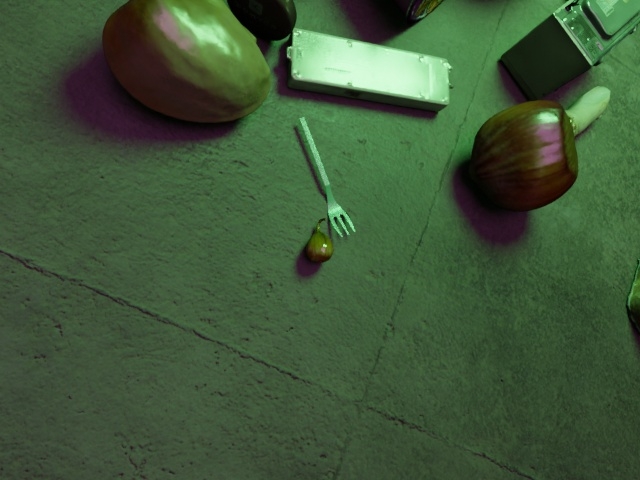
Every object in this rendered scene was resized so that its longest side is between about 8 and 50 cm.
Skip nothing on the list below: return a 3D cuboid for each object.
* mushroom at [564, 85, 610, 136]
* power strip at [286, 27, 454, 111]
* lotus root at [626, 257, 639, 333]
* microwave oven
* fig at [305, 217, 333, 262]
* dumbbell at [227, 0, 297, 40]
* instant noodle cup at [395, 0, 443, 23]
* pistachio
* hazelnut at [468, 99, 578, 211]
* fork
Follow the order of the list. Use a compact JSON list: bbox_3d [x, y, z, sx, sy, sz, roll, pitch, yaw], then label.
[{"bbox_3d":[0.584,-0.287,1.086,0.209,0.071,0.084,-34,61,-22],"label":"mushroom"},{"bbox_3d":[0.106,-0.331,0.947,0.366,0.043,0.106,4,81,-17],"label":"power strip"},{"bbox_3d":[0.839,0.139,1.054,0.271,0.192,0.273,1,85,-11],"label":"lotus root"},{"bbox_3d":[0.553,-0.443,1.032,0.240,0.194,0.145,-40,96,-21],"label":"microwave oven"},{"bbox_3d":[0.000,0.000,0.863,0.050,0.050,0.084,9,69,-17],"label":"fig"},{"bbox_3d":[-0.063,-0.489,0.869,0.140,0.124,0.226,30,74,-2],"label":"dumbbell"},{"bbox_3d":[0.193,-0.585,0.918,0.251,0.251,0.190,-43,88,-19],"label":"instant noodle cup"},{"bbox_3d":[-0.210,-0.295,0.786,0.260,0.163,0.213,37,93,-23],"label":"pistachio"},{"bbox_3d":[0.407,-0.170,0.961,0.210,0.210,0.186,55,47,-4],"label":"hazelnut"},{"bbox_3d":[0.007,-0.119,0.897,0.039,0.021,0.235,-20,87,-24],"label":"fork"}]
